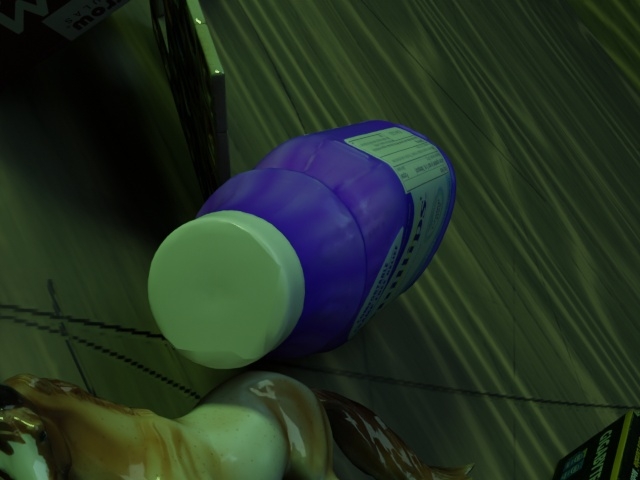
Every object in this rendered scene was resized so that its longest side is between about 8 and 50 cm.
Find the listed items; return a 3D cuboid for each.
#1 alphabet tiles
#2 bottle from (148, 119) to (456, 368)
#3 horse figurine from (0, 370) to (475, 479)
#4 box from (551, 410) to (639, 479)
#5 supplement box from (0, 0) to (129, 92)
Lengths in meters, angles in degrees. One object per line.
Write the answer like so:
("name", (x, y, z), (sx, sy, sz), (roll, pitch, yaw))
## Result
("alphabet tiles", (-0.082, -0.129, 0.627), (0.009, 0.198, 0.237), (-12, 52, -12))
("bottle", (0.000, 0.000, 0.585), (0.092, 0.118, 0.283), (28, 16, 12))
("horse figurine", (-0.026, 0.118, 0.466), (0.174, 0.066, 0.263), (57, 28, 10))
("box", (0.226, 0.273, 0.632), (0.257, 0.079, 0.322), (48, 25, 4))
("supplement box", (-0.180, -0.211, 0.576), (0.073, 0.130, 0.240), (30, 32, -62))
